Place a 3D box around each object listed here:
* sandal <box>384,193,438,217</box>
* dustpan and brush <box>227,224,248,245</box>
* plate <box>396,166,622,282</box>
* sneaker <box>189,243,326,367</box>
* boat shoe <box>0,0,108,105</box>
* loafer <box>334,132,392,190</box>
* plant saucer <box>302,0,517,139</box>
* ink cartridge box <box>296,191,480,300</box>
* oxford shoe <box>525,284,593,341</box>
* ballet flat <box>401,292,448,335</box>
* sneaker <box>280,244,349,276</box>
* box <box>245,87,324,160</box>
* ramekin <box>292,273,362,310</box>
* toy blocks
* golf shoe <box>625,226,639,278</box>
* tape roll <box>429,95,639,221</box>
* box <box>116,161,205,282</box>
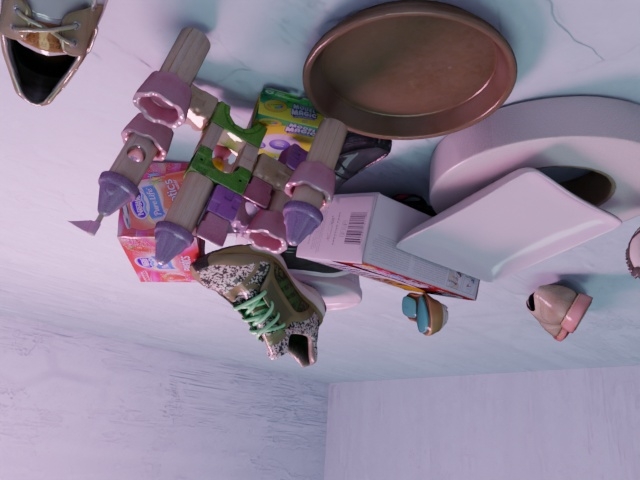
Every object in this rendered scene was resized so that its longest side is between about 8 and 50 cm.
[{"bbox_3d":[0.164,-0.073,1.173,0.179,0.040,0.067,14,155,-1],"label":"sandal"},{"bbox_3d":[-0.174,-0.017,1.340,0.147,0.061,0.211,8,159,-9],"label":"dustpan and brush"},{"bbox_3d":[0.315,-0.024,1.013,0.277,0.045,0.277,19,143,-35],"label":"plate"},{"bbox_3d":[-0.104,0.147,1.239,0.158,0.182,0.410,-30,140,20],"label":"sneaker"},{"bbox_3d":[-0.297,-0.256,0.671,0.113,0.104,0.302,12,158,-21],"label":"boat shoe"},{"bbox_3d":[0.028,-0.121,1.005,0.223,0.078,0.076,-16,152,42],"label":"loafer"},{"bbox_3d":[0.115,-0.219,0.789,0.277,0.041,0.278,4,159,1],"label":"plant saucer"},{"bbox_3d":[0.123,0.014,1.187,0.309,0.130,0.271,19,171,-34],"label":"ink cartridge box"},{"bbox_3d":[0.666,0.187,1.697,0.146,0.141,0.397,30,173,21],"label":"oxford shoe"},{"bbox_3d":[0.223,0.142,1.216,0.073,0.080,0.232,4,-175,-4],"label":"ballet flat"},{"bbox_3d":[0.000,0.000,1.301,0.295,0.105,0.147,0,145,-22],"label":"sneaker"},{"bbox_3d":[-0.061,-0.172,0.939,0.105,0.043,0.179,10,156,-15],"label":"box"},{"bbox_3d":[-0.027,0.084,1.487,0.272,0.127,0.273,3,159,1],"label":"ramekin"},{"bbox_3d":[-0.163,-0.065,0.846,0.288,0.260,0.309,28,154,-20],"label":"toy blocks"},{"bbox_3d":[0.579,-0.037,0.945,0.105,0.273,0.120,33,153,29],"label":"golf shoe"},{"bbox_3d":[0.378,-0.104,1.002,0.391,0.072,0.392,3,160,1],"label":"tape roll"},{"bbox_3d":[-0.309,-0.026,1.203,0.142,0.154,0.300,1,161,-8],"label":"box"}]
